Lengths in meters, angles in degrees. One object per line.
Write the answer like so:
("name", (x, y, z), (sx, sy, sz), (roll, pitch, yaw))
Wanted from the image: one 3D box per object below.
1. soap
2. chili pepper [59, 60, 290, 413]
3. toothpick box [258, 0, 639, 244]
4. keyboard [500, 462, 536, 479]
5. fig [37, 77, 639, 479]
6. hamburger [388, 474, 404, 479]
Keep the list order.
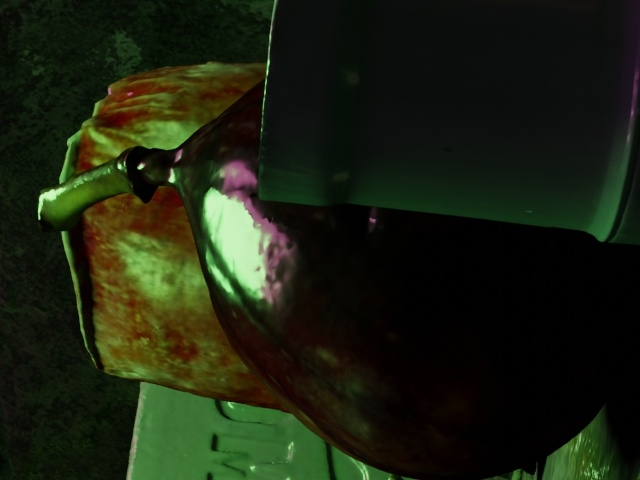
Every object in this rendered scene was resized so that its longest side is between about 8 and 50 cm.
("soap", (-0.012, 0.172, 1.567), (0.107, 0.285, 0.296), (93, -177, -68))
("chili pepper", (-0.006, 0.002, 1.264), (0.229, 0.305, 0.251), (-79, -6, -48))
("toothpick box", (0.060, -0.054, 0.634), (0.101, 0.153, 0.101), (7, -90, -89))
("keyboard", (0.121, 0.036, 1.007), (0.230, 0.025, 0.094), (96, -177, -46))
("fig", (0.011, -0.012, 0.780), (0.204, 0.249, 0.186), (-78, 13, -67))
("hamburger", (0.034, 0.188, 0.733), (0.235, 0.125, 0.214), (72, -177, -57))
